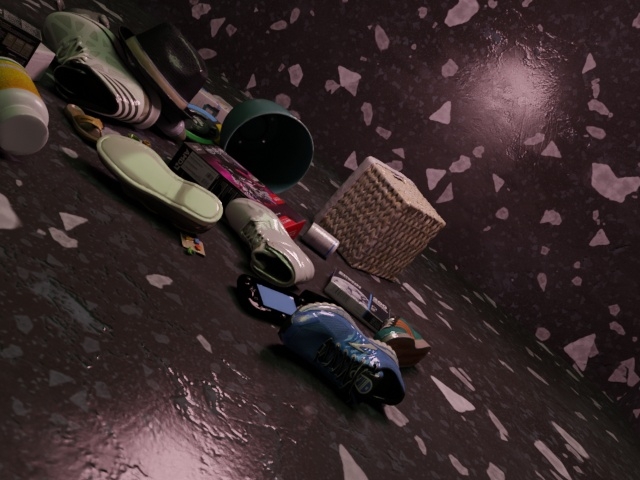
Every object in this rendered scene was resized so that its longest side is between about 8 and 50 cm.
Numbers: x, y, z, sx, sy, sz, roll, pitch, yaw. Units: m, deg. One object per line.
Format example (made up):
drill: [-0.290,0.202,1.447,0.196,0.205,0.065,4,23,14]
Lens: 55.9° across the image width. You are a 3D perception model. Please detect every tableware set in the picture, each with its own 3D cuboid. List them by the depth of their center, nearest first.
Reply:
tableware set: [-0.467,-0.236,1.581,0.104,0.024,0.154,32,16,-25]

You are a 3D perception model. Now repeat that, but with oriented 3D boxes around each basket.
basket: [0.222,-0.071,2.188,0.328,0.331,0.266,21,25,-50]

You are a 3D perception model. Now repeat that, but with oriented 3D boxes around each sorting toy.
sorting toy: [-0.276,0.013,1.313,0.062,0.012,0.083,31,16,-30]

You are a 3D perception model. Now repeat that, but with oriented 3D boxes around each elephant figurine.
elephant figurine: [-0.712,-0.596,1.854,0.186,0.169,0.239,-3,53,-27]

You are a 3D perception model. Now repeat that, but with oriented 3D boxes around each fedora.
fedora: [-0.436,-0.524,1.769,0.334,0.153,0.334,52,4,-6]

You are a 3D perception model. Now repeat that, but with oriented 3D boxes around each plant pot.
plant pot: [-0.198,-0.329,1.975,0.293,0.293,0.235,29,20,-36]

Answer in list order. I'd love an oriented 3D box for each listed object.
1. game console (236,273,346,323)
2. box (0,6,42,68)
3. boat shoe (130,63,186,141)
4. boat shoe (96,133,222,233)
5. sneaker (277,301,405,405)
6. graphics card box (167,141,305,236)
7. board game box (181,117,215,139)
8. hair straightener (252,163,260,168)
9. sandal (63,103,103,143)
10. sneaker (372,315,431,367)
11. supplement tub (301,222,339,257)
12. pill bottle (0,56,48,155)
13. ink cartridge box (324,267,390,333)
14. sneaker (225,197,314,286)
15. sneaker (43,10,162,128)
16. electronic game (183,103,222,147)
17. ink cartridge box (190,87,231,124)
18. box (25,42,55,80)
game console: [-0.036,0.173,1.361,0.361,0.044,0.213,26,19,-41]
box: [-0.720,-0.430,1.290,0.180,0.147,0.077,26,19,-40]
boat shoe: [-0.523,-0.424,1.885,0.302,0.109,0.094,54,-11,17]
boat shoe: [-0.364,-0.117,1.336,0.305,0.091,0.109,34,52,-10]
sneaker: [0.059,0.239,1.222,0.330,0.129,0.147,32,14,-29]
graphics card box: [-0.229,-0.130,1.713,0.371,0.094,0.233,40,14,6]
board game box: [-0.488,-0.467,2.203,0.317,0.046,0.213,38,15,-3]
hair straightener: [-0.286,-0.314,2.152,0.230,0.047,0.089,49,-28,33]
sandal: [-0.555,-0.282,1.446,0.180,0.049,0.072,46,16,26]
sneaker: [0.183,0.255,1.550,0.121,0.108,0.302,46,8,28]
supplement tub: [0.000,0.000,1.931,0.107,0.071,0.071,38,14,-6]
pill bottle: [-0.585,-0.251,1.138,0.118,0.117,0.208,21,23,-51]
ink cartridge box: [0.111,0.166,1.751,0.206,0.045,0.208,38,13,-2]
sneaker: [-0.145,-0.001,1.494,0.292,0.108,0.169,43,11,10]
sneaker: [-0.645,-0.493,1.630,0.447,0.169,0.257,44,13,10]
electronic game: [-0.416,-0.387,2.030,0.229,0.048,0.229,28,33,-20]
ink cartridge box: [-0.379,-0.465,2.205,0.231,0.078,0.134,35,13,-12]
box: [-0.729,-0.455,1.465,0.101,0.087,0.102,40,13,3]
